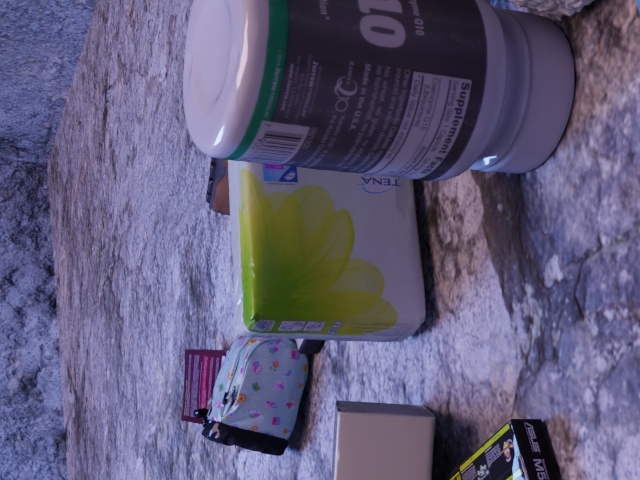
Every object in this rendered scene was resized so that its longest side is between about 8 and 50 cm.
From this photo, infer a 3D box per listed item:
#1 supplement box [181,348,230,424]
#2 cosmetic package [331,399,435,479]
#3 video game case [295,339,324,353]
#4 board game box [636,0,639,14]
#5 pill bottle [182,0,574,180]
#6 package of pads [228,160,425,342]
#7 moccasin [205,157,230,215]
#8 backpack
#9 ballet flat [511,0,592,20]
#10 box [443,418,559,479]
[{"bbox_3d":[-0.167,0.251,1.962,0.239,0.073,0.130,171,103,-65],"label":"supplement box"},{"bbox_3d":[0.063,0.345,1.316,0.160,0.113,0.309,88,-174,-88],"label":"cosmetic package"},{"bbox_3d":[-0.003,-0.015,1.683,0.248,0.035,0.275,-108,32,-42],"label":"video game case"},{"bbox_3d":[0.370,-0.145,0.794,0.308,0.086,0.302,132,136,-55],"label":"board game box"},{"bbox_3d":[0.059,-0.168,1.164,0.204,0.361,0.204,-176,90,-66],"label":"pill bottle"},{"bbox_3d":[0.007,-0.022,1.424,0.101,0.229,0.296,132,139,-62],"label":"package of pads"},{"bbox_3d":[-0.080,-0.145,1.609,0.380,0.147,0.139,103,174,-55],"label":"moccasin"},{"bbox_3d":[-0.089,0.224,1.729,0.115,0.152,0.182,7,80,61],"label":"backpack"},{"bbox_3d":[0.270,-0.314,0.998,0.409,0.147,0.147,141,129,-58],"label":"ballet flat"},{"bbox_3d":[0.189,0.306,1.182,0.191,0.045,0.184,122,146,-48],"label":"box"}]
